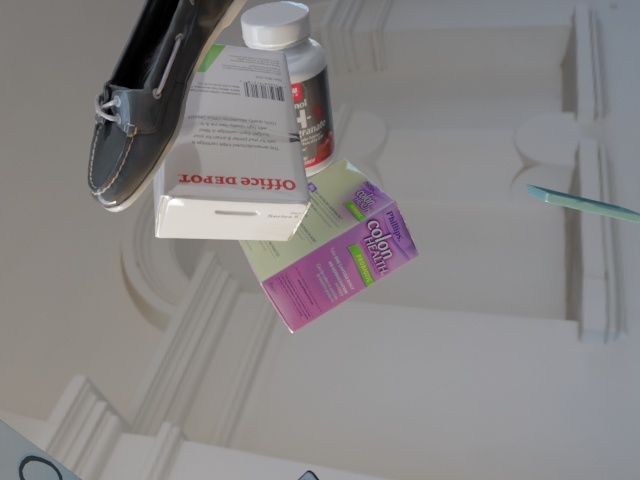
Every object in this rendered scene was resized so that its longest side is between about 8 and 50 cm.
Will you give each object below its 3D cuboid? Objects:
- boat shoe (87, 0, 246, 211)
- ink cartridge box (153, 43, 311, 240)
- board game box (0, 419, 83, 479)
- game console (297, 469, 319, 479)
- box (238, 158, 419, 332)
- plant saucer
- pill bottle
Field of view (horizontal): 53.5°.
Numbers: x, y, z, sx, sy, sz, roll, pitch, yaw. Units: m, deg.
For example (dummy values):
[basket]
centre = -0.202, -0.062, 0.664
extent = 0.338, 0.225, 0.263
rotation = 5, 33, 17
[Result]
[boat shoe]
centre = -0.184, -0.198, 0.686
extent = 0.095, 0.112, 0.335
rotation = 31, -95, -47
[ink cartridge box]
centre = -0.138, -0.142, 0.907
extent = 0.115, 0.198, 0.273
rotation = 123, 144, -55
[board game box]
centre = -0.272, 0.229, 0.360
extent = 0.142, 0.275, 0.144
rotation = 48, -159, -20
[game console]
centre = -0.022, 0.460, 0.999
extent = 0.124, 0.144, 0.085
rotation = -35, -20, -15
[box]
centre = 0.000, 0.000, 1.064
extent = 0.117, 0.242, 0.213
rotation = 61, 174, -32
[plant saucer]
centre = 0.432, -0.059, 1.035
extent = 0.067, 0.191, 0.018
rotation = -124, 46, -69
[pill bottle]
centre = -0.068, -0.299, 1.273
extent = 0.176, 0.176, 0.319
rotation = -67, -24, -47
